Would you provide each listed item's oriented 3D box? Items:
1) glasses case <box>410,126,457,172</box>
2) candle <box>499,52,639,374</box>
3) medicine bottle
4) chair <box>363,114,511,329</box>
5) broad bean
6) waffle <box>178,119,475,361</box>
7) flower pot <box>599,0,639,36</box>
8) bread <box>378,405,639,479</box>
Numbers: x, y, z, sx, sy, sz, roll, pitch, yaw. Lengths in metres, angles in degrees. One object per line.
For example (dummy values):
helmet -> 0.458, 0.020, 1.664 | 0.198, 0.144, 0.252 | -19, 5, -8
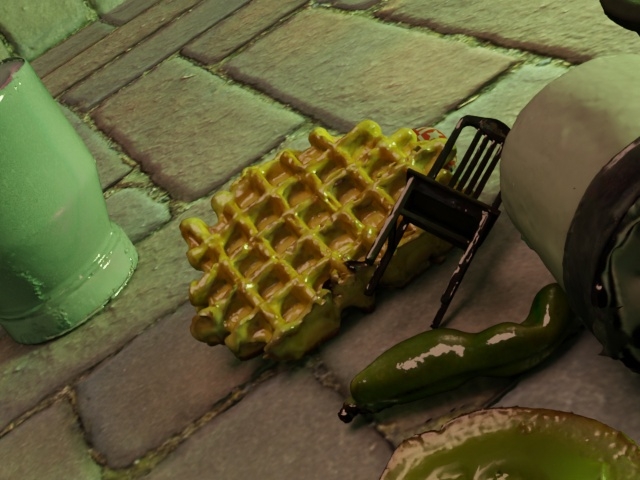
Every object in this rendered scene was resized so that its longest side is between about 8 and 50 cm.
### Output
glasses case -> 0.054, -0.054, 1.061 | 0.194, 0.049, 0.073 | -31, 49, -1
candle -> 0.233, -0.040, 0.748 | 0.187, 0.187, 0.330 | -28, 27, 4
medicine bottle -> -0.380, -0.040, 1.205 | 0.245, 0.290, 0.245 | -23, 28, 13
chair -> 0.119, -0.040, 0.858 | 0.084, 0.101, 0.212 | 27, 73, 10
broad bean -> 0.107, 0.092, 0.788 | 0.213, 0.048, 0.070 | -25, 29, 9
waffle -> 0.001, 0.000, 0.971 | 0.309, 0.065, 0.283 | -4, 52, 23
flower pot -> 0.394, -0.197, 0.862 | 0.269, 0.166, 0.269 | -22, 27, 12
bread -> 0.110, 0.201, 0.592 | 0.236, 0.070, 0.236 | -24, 30, 15
